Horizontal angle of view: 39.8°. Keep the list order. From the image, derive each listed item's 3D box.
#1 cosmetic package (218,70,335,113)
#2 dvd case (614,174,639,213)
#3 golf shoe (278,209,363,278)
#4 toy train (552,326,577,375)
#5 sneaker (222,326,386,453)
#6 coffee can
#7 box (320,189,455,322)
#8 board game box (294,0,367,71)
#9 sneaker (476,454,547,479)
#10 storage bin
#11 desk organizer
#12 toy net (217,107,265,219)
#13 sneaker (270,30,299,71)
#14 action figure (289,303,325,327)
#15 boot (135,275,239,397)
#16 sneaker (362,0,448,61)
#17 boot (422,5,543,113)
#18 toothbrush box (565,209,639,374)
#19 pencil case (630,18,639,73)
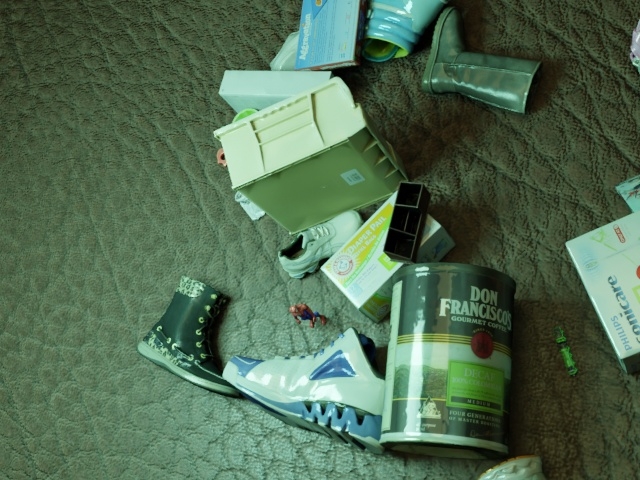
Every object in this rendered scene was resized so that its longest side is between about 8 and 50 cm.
[{"bbox_3d":[-0.074,-0.294,1.775,0.239,0.099,0.061,6,74,25],"label":"cosmetic package"},{"bbox_3d":[0.534,-0.081,1.433,0.087,0.013,0.119,-25,21,14],"label":"dvd case"},{"bbox_3d":[0.000,0.000,1.636,0.176,0.086,0.069,-39,58,4],"label":"golf shoe"},{"bbox_3d":[0.395,0.179,1.429,0.017,0.023,0.083,-21,63,15],"label":"toy train"},{"bbox_3d":[0.006,0.236,1.532,0.315,0.127,0.182,14,66,30],"label":"sneaker"},{"bbox_3d":[0.204,0.195,1.404,0.201,0.201,0.276,-2,70,23],"label":"coffee can"},{"bbox_3d":[0.119,0.029,1.561,0.203,0.103,0.114,-46,60,1],"label":"box"},{"bbox_3d":[0.027,-0.469,1.723,0.145,0.027,0.281,0,78,36],"label":"board game box"},{"bbox_3d":[0.241,0.433,1.359,0.262,0.099,0.121,-30,66,11],"label":"sneaker"},{"bbox_3d":[-0.007,-0.144,1.592,0.260,0.262,0.123,-22,64,14],"label":"storage bin"},{"bbox_3d":[0.145,-0.030,1.483,0.047,0.050,0.130,8,74,25],"label":"desk organizer"},{"bbox_3d":[-0.159,-0.149,1.786,0.122,0.045,0.232,-15,65,18],"label":"toy net"},{"bbox_3d":[-0.022,-0.418,1.821,0.212,0.080,0.094,-41,37,-1],"label":"sneaker"},{"bbox_3d":[-0.026,0.134,1.577,0.038,0.115,0.030,-12,66,20],"label":"action figure"},{"bbox_3d":[-0.219,0.179,1.663,0.236,0.085,0.179,21,78,29],"label":"boot"},{"bbox_3d":[0.107,-0.477,1.757,0.208,0.127,0.319,-59,41,14],"label":"sneaker"},{"bbox_3d":[0.307,-0.337,1.639,0.208,0.076,0.190,12,88,33],"label":"boot"},{"bbox_3d":[0.555,0.050,1.354,0.283,0.122,0.206,-25,63,15],"label":"toothbrush box"},{"bbox_3d":[0.662,-0.231,1.396,0.167,0.160,0.386,-53,56,31],"label":"pencil case"}]
